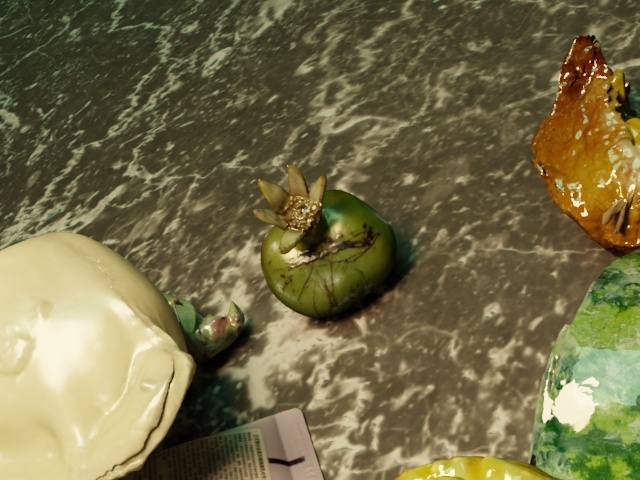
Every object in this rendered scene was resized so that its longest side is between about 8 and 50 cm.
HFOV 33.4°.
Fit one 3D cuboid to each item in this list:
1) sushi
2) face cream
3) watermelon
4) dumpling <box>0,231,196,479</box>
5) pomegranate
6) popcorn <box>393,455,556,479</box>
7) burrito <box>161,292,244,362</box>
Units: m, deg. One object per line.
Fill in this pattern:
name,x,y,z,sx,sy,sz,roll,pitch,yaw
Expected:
sushi,0.323,-0.088,1.099,0.179,0.167,0.296,-41,22,20
face cream,-0.134,0.254,1.061,0.274,0.096,0.154,-16,31,-4
watermelon,0.300,0.115,0.873,0.224,0.180,0.305,36,57,6
dumpling,-0.281,0.151,1.078,0.395,0.233,0.315,23,72,43
pomegranate,0.000,0.000,1.186,0.152,0.191,0.131,-39,52,-10
popcorn,0.111,0.266,0.761,0.204,0.184,0.221,-24,63,36
burrito,-0.204,0.097,1.286,0.229,0.144,0.089,12,97,44
